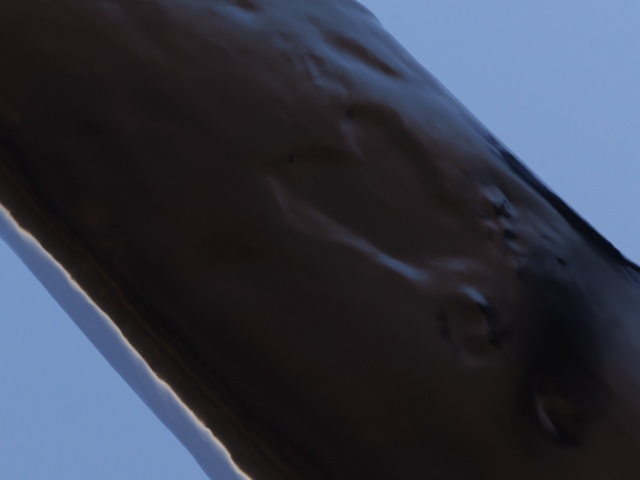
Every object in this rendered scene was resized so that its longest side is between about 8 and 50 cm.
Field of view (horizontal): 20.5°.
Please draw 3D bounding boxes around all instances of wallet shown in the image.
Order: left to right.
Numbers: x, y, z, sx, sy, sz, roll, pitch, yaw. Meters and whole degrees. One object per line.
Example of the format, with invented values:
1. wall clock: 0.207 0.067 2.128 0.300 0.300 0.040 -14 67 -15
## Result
1. wallet: 0.000 0.000 0.552 0.377 0.051 0.197 45 -140 17
